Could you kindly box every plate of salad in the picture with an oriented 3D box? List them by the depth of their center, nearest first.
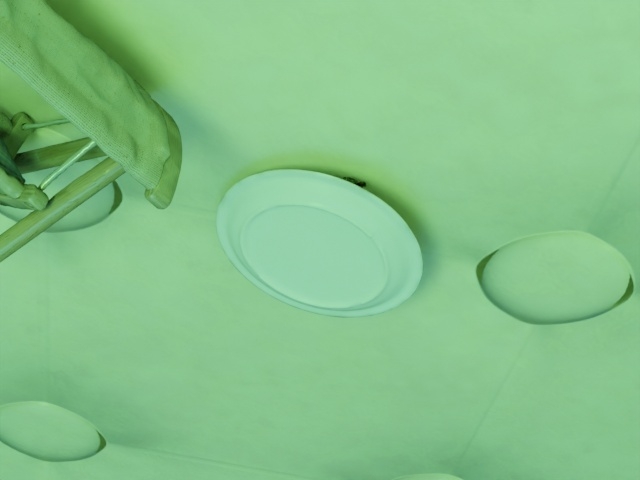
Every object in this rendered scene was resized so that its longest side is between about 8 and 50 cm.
[{"bbox_3d":[0.000,0.000,1.166,0.199,0.048,0.200,12,139,11],"label":"plate of salad"}]

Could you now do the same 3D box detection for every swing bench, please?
[{"bbox_3d":[-0.276,-0.116,0.978,0.254,0.165,0.253,-22,133,25],"label":"swing bench"}]
